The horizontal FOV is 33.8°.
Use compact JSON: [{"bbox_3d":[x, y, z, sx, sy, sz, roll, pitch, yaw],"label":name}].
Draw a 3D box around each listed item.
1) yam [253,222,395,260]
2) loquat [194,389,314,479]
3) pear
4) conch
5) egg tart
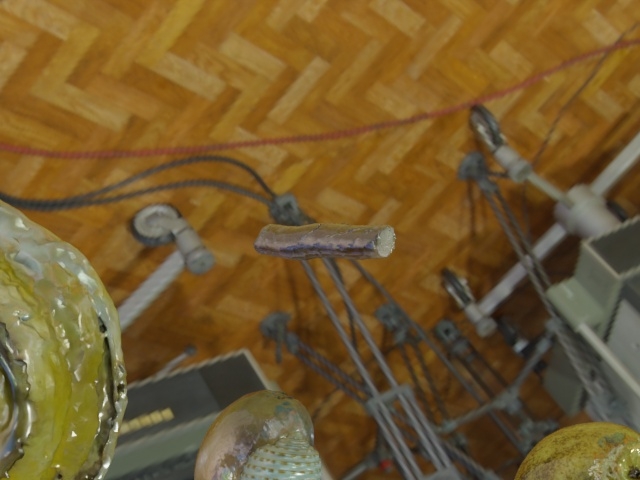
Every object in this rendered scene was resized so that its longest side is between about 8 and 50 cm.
[{"bbox_3d":[0.000,0.000,1.452,0.057,0.241,0.056,-1,91,-47],"label":"yam"},{"bbox_3d":[-0.101,0.336,1.638,0.179,0.179,0.227,5,128,-41],"label":"loquat"},{"bbox_3d":[0.340,0.316,1.276,0.197,0.197,0.197,-22,140,-20],"label":"pear"},{"bbox_3d":[-0.060,0.332,1.444,0.153,0.102,0.135,-51,166,8],"label":"conch"},{"bbox_3d":[-0.336,0.121,0.895,0.345,0.345,0.132,-40,-175,3],"label":"egg tart"}]
